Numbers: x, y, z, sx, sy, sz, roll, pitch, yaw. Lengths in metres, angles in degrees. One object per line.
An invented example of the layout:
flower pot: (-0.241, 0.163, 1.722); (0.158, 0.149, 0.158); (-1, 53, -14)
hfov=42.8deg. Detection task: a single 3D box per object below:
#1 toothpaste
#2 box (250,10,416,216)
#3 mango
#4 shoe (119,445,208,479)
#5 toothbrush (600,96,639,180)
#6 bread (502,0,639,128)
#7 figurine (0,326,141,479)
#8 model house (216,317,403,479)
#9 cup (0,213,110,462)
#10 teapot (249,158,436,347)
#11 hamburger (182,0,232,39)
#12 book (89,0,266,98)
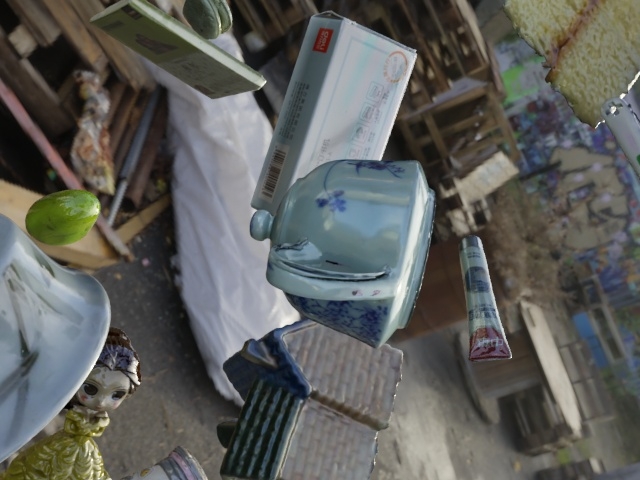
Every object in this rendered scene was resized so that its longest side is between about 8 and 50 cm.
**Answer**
toothpaste: (0.245, 0.089, 1.259); (0.039, 0.062, 0.239); (80, 7, -46)
box: (0.019, -0.144, 1.056); (0.135, 0.269, 0.079); (13, 9, -38)
mango: (-0.479, -0.046, 1.508); (0.117, 0.163, 0.089); (4, 65, -32)
shoe: (-0.174, 0.279, 0.791); (0.092, 0.180, 0.089); (-12, 56, -44)
toothbrush: (0.408, -0.014, 0.928); (0.040, 0.042, 0.418); (33, 35, -48)
bread: (0.534, -0.492, 1.530); (0.346, 0.405, 0.242); (40, -23, 7)
figurine: (-0.383, 0.298, 1.311); (0.187, 0.315, 0.168); (26, 15, 1)
model house: (-0.082, 0.427, 2.051); (0.400, 0.395, 0.445); (28, 59, -21)
cup: (-0.408, 0.086, 0.831); (0.347, 0.347, 0.163); (-86, 158, -53)
teapot: (0.011, 0.002, 0.674); (0.159, 0.159, 0.232); (63, 12, -12)
hamburger: (-0.189, -0.391, 1.405); (0.084, 0.054, 0.121); (56, -23, 4)
book: (-0.318, -0.417, 1.823); (0.352, 0.239, 0.035); (28, 76, -33)
